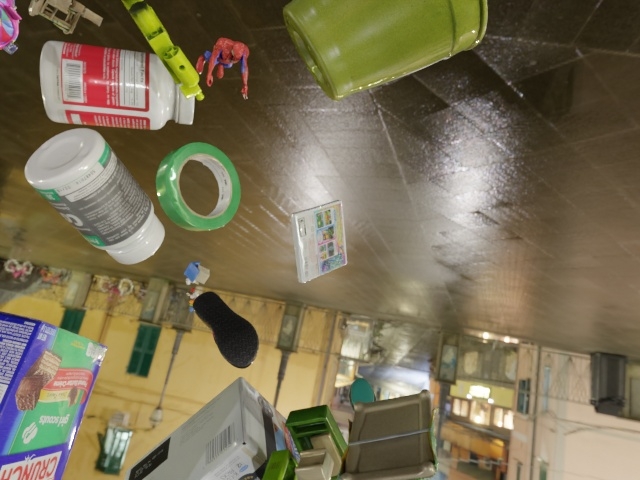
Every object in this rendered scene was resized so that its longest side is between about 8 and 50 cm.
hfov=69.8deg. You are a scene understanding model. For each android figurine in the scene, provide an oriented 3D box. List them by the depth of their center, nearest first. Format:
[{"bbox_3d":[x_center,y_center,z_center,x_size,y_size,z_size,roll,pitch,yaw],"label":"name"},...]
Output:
[{"bbox_3d":[-0.357,-0.442,1.070,0.248,0.056,0.273,54,177,34],"label":"android figurine"}]

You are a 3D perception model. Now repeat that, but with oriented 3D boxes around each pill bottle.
[{"bbox_3d":[-0.588,-0.104,1.247,0.204,0.204,0.361,6,145,21],"label":"pill bottle"},{"bbox_3d":[-0.600,-0.460,1.397,0.407,0.229,0.229,0,169,-20],"label":"pill bottle"}]

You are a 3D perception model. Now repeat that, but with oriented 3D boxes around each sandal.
[{"bbox_3d":[-0.159,0.152,0.785,0.179,0.067,0.040,39,150,39],"label":"sandal"}]

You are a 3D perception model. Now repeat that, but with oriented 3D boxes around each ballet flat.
[{"bbox_3d":[0.106,0.412,1.089,0.070,0.070,0.188,15,-158,-11],"label":"ballet flat"}]

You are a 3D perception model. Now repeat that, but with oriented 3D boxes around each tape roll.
[{"bbox_3d":[-0.445,-0.196,1.700,0.077,0.321,0.321,-7,157,41],"label":"tape roll"}]

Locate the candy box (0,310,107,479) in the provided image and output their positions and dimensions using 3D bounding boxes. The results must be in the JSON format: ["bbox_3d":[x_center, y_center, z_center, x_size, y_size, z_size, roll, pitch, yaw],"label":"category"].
[{"bbox_3d":[-0.530,0.309,0.798,0.122,0.317,0.268,11,158,4],"label":"candy box"}]

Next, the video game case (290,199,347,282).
[{"bbox_3d":[0.000,0.000,1.028,0.143,0.157,0.019,-20,-158,-39],"label":"video game case"}]

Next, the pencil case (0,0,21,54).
[{"bbox_3d":[-0.593,-0.425,0.815,0.104,0.104,0.236,32,-162,-52],"label":"pencil case"}]

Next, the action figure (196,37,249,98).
[{"bbox_3d":[-0.251,-0.428,1.172,0.091,0.139,0.280,4,-175,-27],"label":"action figure"}]

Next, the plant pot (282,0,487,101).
[{"bbox_3d":[0.118,-0.512,1.047,0.353,0.367,0.366,-32,158,2],"label":"plant pot"}]

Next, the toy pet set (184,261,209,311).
[{"bbox_3d":[-0.384,0.127,1.361,0.065,0.114,0.122,28,-165,-25],"label":"toy pet set"}]

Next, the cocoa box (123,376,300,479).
[{"bbox_3d":[-0.222,0.524,0.979,0.228,0.347,0.231,50,-179,-20],"label":"cocoa box"}]

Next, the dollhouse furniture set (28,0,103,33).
[{"bbox_3d":[-0.740,-0.662,1.378,0.161,0.101,0.182,36,-169,32],"label":"dollhouse furniture set"}]

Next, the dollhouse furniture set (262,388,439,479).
[{"bbox_3d":[0.077,0.402,0.813,0.301,0.151,0.197,-17,-164,17],"label":"dollhouse furniture set"}]
